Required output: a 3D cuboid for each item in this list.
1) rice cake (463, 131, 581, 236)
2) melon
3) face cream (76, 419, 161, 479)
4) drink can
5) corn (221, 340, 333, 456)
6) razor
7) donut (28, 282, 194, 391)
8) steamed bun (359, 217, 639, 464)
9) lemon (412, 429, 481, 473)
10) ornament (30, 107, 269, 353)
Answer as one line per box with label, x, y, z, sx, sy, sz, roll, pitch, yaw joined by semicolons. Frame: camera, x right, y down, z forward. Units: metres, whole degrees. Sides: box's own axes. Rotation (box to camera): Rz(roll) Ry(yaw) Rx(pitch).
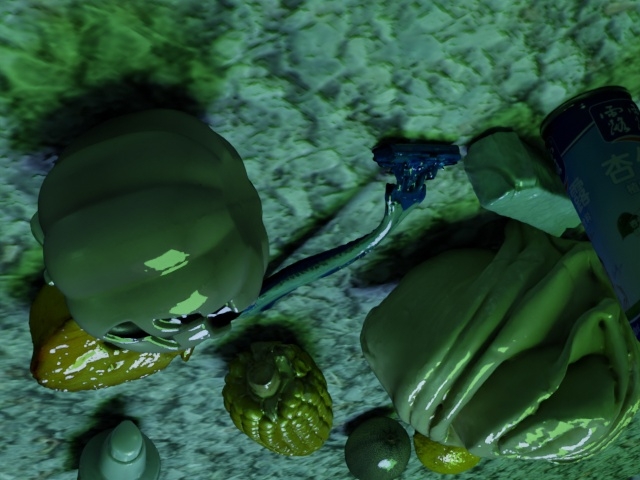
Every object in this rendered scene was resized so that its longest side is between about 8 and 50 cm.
rice cake;0.205;-0.053;1.312;0.063;0.069;0.206;-33;158;23
melon;0.084;0.314;2.028;0.098;0.098;0.130;-10;161;-25
face cream;-0.246;0.281;1.659;0.101;0.101;0.251;-13;157;-18
drink can;0.288;-0.018;1.235;0.097;0.235;0.097;-18;158;-7
corn;-0.043;0.193;1.617;0.119;0.119;0.322;-21;163;3
razor;0.005;0.011;1.303;0.093;0.056;0.324;-1;152;-43
donut;-0.184;0.062;1.236;0.174;0.074;0.190;-10;152;-21
steamed bun;0.212;0.115;1.450;0.276;0.289;0.203;-56;-167;1
lemon;0.203;0.306;2.101;0.133;0.109;0.109;-4;154;-22
ornament;-0.128;-0.004;0.994;0.178;0.177;0.177;-17;158;-7
